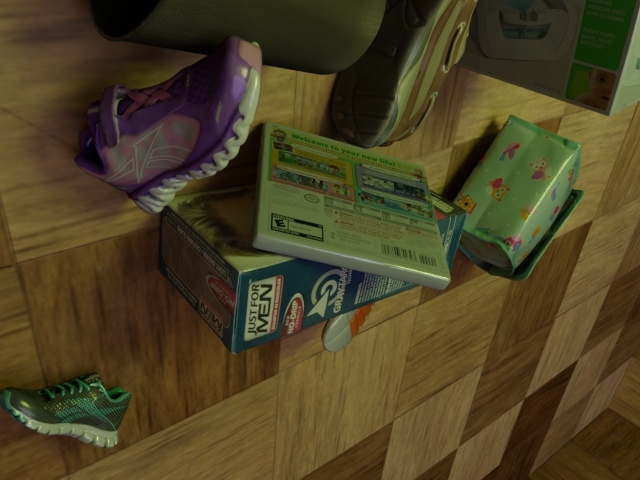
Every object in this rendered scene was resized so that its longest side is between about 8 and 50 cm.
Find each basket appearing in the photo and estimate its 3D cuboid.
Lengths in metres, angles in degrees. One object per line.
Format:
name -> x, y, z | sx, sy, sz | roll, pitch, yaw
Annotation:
basket -> -0.057, -0.240, 0.501 | 0.227, 0.154, 0.204 | 7, 114, -50

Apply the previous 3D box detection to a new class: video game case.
video game case -> 0.032, -0.044, 0.631 | 0.212, 0.193, 0.023 | 13, 134, -15

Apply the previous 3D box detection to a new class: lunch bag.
lunch bag -> 0.351, -0.055, 1.015 | 0.223, 0.160, 0.262 | -55, 151, -3

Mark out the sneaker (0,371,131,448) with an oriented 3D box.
sneaker -> -0.289, 0.184, 0.654 | 0.076, 0.065, 0.166 | -63, 145, -14

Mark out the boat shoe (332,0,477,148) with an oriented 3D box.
boat shoe -> 0.122, -0.264, 0.685 | 0.116, 0.123, 0.324 | -4, 129, -47

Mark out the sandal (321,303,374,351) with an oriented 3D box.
sandal -> 0.054, 0.059, 0.882 | 0.265, 0.076, 0.102 | -52, 154, -35

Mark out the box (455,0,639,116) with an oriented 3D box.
box -> 0.301, -0.315, 0.698 | 0.127, 0.262, 0.231 | -28, 134, -27

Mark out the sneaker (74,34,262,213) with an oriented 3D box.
sneaker -> -0.142, -0.102, 0.493 | 0.104, 0.236, 0.095 | 25, 55, -33

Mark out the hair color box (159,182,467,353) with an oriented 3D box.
hair color box -> 0.000, 0.000, 0.700 | 0.347, 0.174, 0.105 | -15, 126, -37
